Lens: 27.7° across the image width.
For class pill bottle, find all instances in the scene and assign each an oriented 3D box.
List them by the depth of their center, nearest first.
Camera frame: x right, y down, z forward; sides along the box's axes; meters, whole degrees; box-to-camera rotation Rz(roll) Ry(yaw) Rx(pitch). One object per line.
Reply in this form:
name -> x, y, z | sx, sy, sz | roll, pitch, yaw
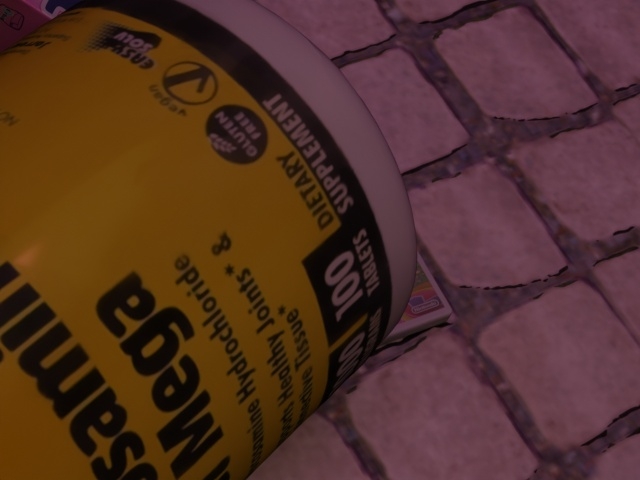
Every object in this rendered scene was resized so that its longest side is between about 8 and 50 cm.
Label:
pill bottle -> -0.131, 0.059, 0.460 | 0.188, 0.188, 0.334 | 41, 57, 11

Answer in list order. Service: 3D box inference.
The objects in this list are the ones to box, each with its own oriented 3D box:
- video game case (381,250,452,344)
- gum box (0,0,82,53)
video game case -> 0.000, 0.000, 0.641 | 0.087, 0.011, 0.122 | -18, 65, -25
gum box -> -0.101, -0.153, 0.660 | 0.107, 0.062, 0.188 | 32, 53, -18
